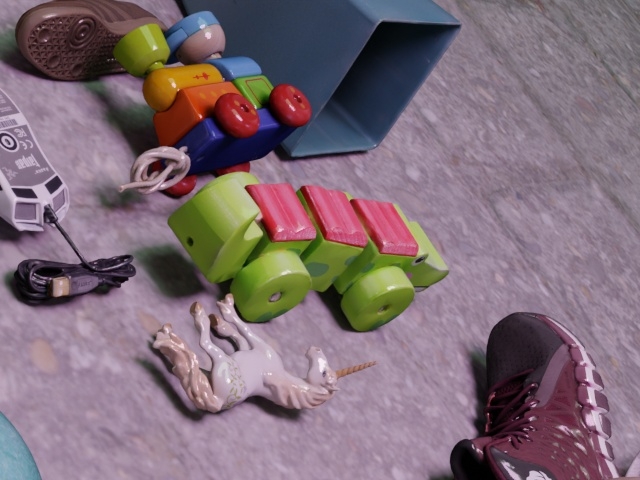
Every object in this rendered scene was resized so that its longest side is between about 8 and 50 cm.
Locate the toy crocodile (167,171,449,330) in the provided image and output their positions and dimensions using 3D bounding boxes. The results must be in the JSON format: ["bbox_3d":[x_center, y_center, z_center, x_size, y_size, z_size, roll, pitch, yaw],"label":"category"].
[{"bbox_3d":[0.000,0.000,1.252,0.340,0.105,0.115,8,45,-48],"label":"toy crocodile"}]

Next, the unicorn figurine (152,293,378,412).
[{"bbox_3d":[-0.054,0.093,1.121,0.162,0.060,0.111,-24,71,-43],"label":"unicorn figurine"}]

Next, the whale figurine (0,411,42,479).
[{"bbox_3d":[-0.234,0.160,0.702,0.216,0.141,0.272,44,29,-2],"label":"whale figurine"}]

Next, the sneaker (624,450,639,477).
[{"bbox_3d":[0.393,0.331,1.321,0.236,0.130,0.323,44,22,-20],"label":"sneaker"}]

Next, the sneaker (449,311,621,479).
[{"bbox_3d":[0.167,0.161,1.259,0.162,0.106,0.281,18,38,-34],"label":"sneaker"}]

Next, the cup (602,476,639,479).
[{"bbox_3d":[0.136,0.328,0.830,0.237,0.331,0.331,-15,61,-33],"label":"cup"}]

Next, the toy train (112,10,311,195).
[{"bbox_3d":[-0.127,-0.120,1.237,0.143,0.105,0.248,55,30,9],"label":"toy train"}]

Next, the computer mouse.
[{"bbox_3d":[-0.222,-0.036,1.085,0.193,0.042,0.106,56,35,10],"label":"computer mouse"}]

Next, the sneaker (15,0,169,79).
[{"bbox_3d":[-0.212,-0.184,1.286,0.071,0.066,0.188,37,19,23],"label":"sneaker"}]

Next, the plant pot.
[{"bbox_3d":[-0.018,-0.226,1.478,0.234,0.165,0.165,46,28,21],"label":"plant pot"}]
